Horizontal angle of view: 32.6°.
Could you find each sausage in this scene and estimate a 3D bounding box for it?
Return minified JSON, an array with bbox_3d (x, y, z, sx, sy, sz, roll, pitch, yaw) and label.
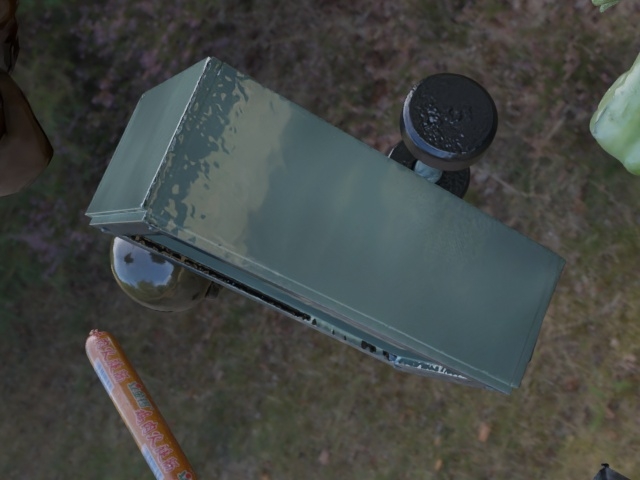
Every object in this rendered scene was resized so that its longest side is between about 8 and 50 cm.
[{"bbox_3d":[-0.266,0.250,1.600,0.053,0.053,0.348,-50,53,16],"label":"sausage"}]

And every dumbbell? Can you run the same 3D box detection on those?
[{"bbox_3d":[0.125,-0.097,1.178,0.191,0.100,0.100,100,-172,-73],"label":"dumbbell"}]

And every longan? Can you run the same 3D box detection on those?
[{"bbox_3d":[-0.140,0.021,1.030,0.106,0.119,0.106,-40,32,31],"label":"longan"}]

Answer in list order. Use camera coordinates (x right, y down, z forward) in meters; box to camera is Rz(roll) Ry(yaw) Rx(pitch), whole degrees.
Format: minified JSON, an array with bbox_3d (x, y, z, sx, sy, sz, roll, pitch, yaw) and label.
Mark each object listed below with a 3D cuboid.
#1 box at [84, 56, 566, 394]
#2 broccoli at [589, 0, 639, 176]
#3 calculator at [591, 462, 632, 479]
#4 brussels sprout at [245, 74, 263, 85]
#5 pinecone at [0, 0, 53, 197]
[{"bbox_3d":[0.000,0.000,0.601,0.129,0.225,0.086,-2,63,67],"label":"box"},{"bbox_3d":[0.345,-0.154,0.863,0.281,0.348,0.293,-47,42,38],"label":"broccoli"},{"bbox_3d":[0.319,0.264,0.801,0.021,0.262,0.161,-61,-2,18],"label":"calculator"},{"bbox_3d":[-0.118,-0.131,1.258,0.155,0.155,0.117,-41,44,28],"label":"brussels sprout"},{"bbox_3d":[-0.281,-0.106,0.325,0.398,0.398,0.397,-33,42,36],"label":"pinecone"}]
